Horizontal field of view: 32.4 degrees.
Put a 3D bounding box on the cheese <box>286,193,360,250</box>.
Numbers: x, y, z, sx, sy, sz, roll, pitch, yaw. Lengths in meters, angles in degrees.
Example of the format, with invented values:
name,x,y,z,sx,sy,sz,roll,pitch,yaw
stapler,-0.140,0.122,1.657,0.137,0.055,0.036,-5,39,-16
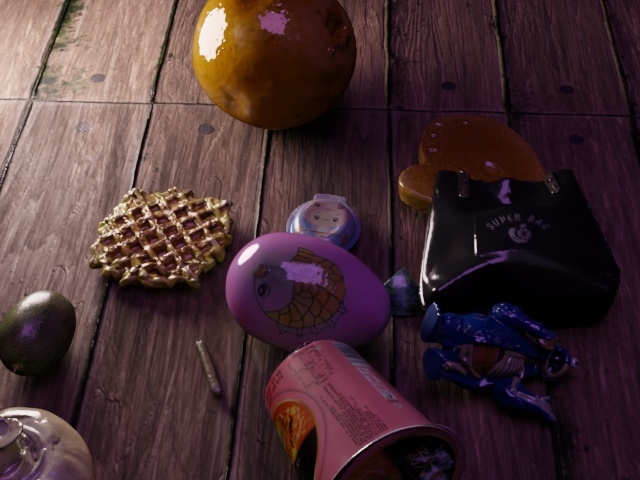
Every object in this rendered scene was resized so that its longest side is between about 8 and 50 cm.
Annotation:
name,x,y,z,sx,sy,sz,roll,pitch,yaw
cheese,0.000,0.000,1.977,0.135,0.052,0.245,7,45,7

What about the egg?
name,x,y,z,sx,sy,sz,roll,pitch,yaw
egg,-0.020,0.087,1.793,0.271,0.196,0.196,6,45,-1

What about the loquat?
name,x,y,z,sx,sy,sz,roll,pitch,yaw
loquat,-0.091,-0.375,2.180,0.328,0.328,0.328,0,45,0

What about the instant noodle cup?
name,x,y,z,sx,sy,sz,roll,pitch,yaw
instant noodle cup,0.044,0.281,1.598,0.243,0.244,0.255,-21,40,-20

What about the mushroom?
name,x,y,z,sx,sy,sz,roll,pitch,yaw
mushroom,-0.438,0.331,1.542,0.246,0.202,0.246,-3,35,2

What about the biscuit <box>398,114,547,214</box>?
name,x,y,z,sx,sy,sz,roll,pitch,yaw
biscuit,0.287,-0.108,2.084,0.287,0.057,0.344,-14,48,-15

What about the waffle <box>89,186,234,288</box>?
name,x,y,z,sx,sy,sz,roll,pitch,yaw
waffle,-0.283,-0.005,1.983,0.254,0.052,0.245,8,47,9

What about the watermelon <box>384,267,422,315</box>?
name,x,y,z,sx,sy,sz,roll,pitch,yaw
watermelon,0.132,0.095,1.896,0.085,0.085,0.061,6,5,5

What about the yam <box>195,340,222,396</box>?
name,x,y,z,sx,sy,sz,roll,pitch,yaw
yam,-0.181,0.208,1.789,0.021,0.021,0.116,-14,45,-14

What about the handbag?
name,x,y,z,sx,sy,sz,roll,pitch,yaw
handbag,0.332,-0.003,1.888,0.342,0.152,0.288,-1,55,-3

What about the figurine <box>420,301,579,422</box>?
name,x,y,z,sx,sy,sz,roll,pitch,yaw
figurine,0.280,0.184,1.759,0.262,0.121,0.164,22,71,-9

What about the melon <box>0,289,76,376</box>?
name,x,y,z,sx,sy,sz,roll,pitch,yaw
melon,-0.460,0.152,1.779,0.114,0.114,0.167,10,44,9
